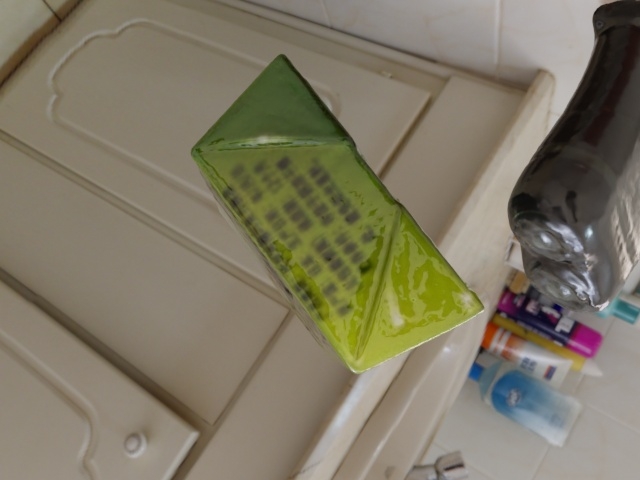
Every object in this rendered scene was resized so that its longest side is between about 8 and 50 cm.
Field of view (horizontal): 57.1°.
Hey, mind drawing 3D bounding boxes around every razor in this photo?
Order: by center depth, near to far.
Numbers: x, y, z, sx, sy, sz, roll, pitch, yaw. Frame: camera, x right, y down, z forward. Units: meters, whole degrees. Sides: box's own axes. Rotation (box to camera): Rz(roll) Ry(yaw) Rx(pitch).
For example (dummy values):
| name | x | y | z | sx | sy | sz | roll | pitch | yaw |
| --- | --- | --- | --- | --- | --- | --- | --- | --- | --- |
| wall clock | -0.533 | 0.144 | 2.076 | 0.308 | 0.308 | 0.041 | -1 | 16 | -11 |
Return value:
| name | x | y | z | sx | sy | sz | roll | pitch | yaw |
| --- | --- | --- | --- | --- | --- | --- | --- | --- | --- |
| razor | 0.326 | -0.100 | 0.666 | 0.349 | 0.113 | 0.204 | -58 | 134 | -23 |

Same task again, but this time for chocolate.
| name | x | y | z | sx | sy | sz | roll | pitch | yaw |
| --- | --- | --- | --- | --- | --- | --- | --- | --- | --- |
| chocolate | 0.000 | 0.000 | 0.639 | 0.137 | 0.288 | 0.301 | -37 | 175 | -7 |
